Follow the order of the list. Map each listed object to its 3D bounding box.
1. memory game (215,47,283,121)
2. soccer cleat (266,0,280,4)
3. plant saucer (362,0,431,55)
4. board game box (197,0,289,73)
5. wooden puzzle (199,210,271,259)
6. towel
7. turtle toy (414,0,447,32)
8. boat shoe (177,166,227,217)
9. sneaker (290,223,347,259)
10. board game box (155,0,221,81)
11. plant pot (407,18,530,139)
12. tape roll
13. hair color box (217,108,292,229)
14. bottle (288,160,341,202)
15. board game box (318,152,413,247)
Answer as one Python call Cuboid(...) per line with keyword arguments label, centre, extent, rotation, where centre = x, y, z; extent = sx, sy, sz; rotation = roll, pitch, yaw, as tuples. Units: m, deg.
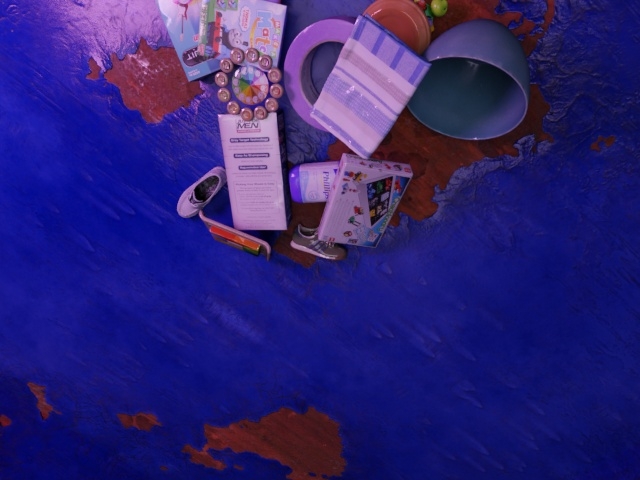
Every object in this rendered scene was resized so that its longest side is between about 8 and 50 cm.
Cuboid(label="memory game", centre=(-0.187, -0.405, 1.058), extent=(0.185, 0.012, 0.187), rotation=(2, 118, 5))
Cuboid(label="soccer cleat", centre=(-0.156, -0.701, 0.999), extent=(0.094, 0.083, 0.248), rotation=(-16, 109, -17))
Cuboid(label="plant saucer", centre=(0.180, -0.510, 1.034), extent=(0.199, 0.037, 0.200), rotation=(17, 133, 19))
Cuboid(label="board game box", centre=(-0.199, -0.532, 1.024), extent=(0.211, 0.039, 0.160), rotation=(13, 116, -2))
Cuboid(label="wooden puzzle", centre=(-0.265, -0.002, 1.268), extent=(0.238, 0.221, 0.044), rotation=(27, 78, -3))
Cuboid(label="towel", centre=(0.106, -0.359, 0.978), extent=(0.209, 0.034, 0.285), rotation=(41, 132, 6))
Cuboid(label="turtle toy", centre=(0.257, -0.569, 1.023), extent=(0.130, 0.066, 0.095), rotation=(-23, 109, 16))
Cuboid(label="boat shoe", centre=(-0.386, -0.147, 1.280), extent=(0.227, 0.081, 0.079), rotation=(-39, 104, 20))
Cuboid(label="sneaker", centre=(0.000, 0.000, 1.305), extent=(0.191, 0.064, 0.086), rotation=(14, 119, 4))
Cuboid(label="board game box", centre=(-0.294, -0.631, 1.059), extent=(0.253, 0.079, 0.337), rotation=(-15, 111, 13))
Cuboid(label="plant pot", centre=(0.373, -0.415, 0.988), extent=(0.289, 0.290, 0.196), rotation=(24, 76, -4))
Cuboid(label="tape roll", centre=(0.045, -0.431, 1.062), extent=(0.274, 0.090, 0.275), rotation=(10, 126, 15))
Cuboid(label="hair color box", centre=(-0.187, -0.209, 1.215), extent=(0.173, 0.105, 0.348), rotation=(0, 114, 7))
Cuboid(label="bottle", centre=(0.050, -0.177, 1.206), extent=(0.282, 0.092, 0.118), rotation=(-2, 117, 8))
Cuboid(label="board game box", centre=(0.118, -0.103, 1.172), extent=(0.192, 0.053, 0.306), rotation=(8, 137, -11))
